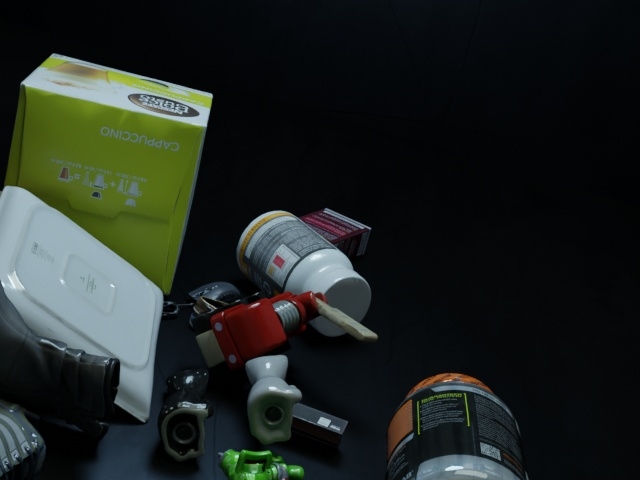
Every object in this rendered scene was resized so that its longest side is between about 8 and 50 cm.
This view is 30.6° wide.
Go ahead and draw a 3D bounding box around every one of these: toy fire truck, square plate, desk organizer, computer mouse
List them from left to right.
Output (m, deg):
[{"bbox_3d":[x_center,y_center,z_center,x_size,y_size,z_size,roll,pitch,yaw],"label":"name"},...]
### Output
[{"bbox_3d":[-0.382,0.083,1.861,0.344,0.049,0.347,40,21,-23],"label":"square plate"},{"bbox_3d":[-0.245,0.107,2.197,0.071,0.041,0.242,32,26,35],"label":"computer mouse"},{"bbox_3d":[-0.054,0.147,1.969,0.217,0.246,0.158,-18,84,-58],"label":"toy fire truck"},{"bbox_3d":[-0.028,0.295,1.855,0.130,0.050,0.047,19,21,8],"label":"desk organizer"}]

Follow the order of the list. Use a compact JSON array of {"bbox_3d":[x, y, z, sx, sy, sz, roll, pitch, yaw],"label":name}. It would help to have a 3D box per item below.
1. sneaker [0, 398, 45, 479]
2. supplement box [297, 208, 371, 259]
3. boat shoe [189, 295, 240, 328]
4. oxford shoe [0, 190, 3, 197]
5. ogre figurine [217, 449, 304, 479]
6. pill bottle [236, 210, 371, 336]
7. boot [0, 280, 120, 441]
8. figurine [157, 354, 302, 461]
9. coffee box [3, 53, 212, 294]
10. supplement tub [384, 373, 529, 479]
[{"bbox_3d":[-0.417,0.285,1.509,0.121,0.111,0.300,13,22,-17],"label":"sneaker"},{"bbox_3d":[0.000,0.000,2.618,0.130,0.073,0.239,25,21,24],"label":"supplement box"},{"bbox_3d":[-0.143,0.145,2.135,0.183,0.066,0.066,11,21,-13],"label":"boat shoe"},{"bbox_3d":[-0.495,0.023,1.961,0.348,0.123,0.130,49,6,33],"label":"oxford shoe"},{"bbox_3d":[-0.075,0.341,1.639,0.118,0.097,0.197,19,28,-27],"label":"ogre figurine"},{"bbox_3d":[-0.033,0.065,2.291,0.162,0.162,0.278,0,25,-37],"label":"pill bottle"},{"bbox_3d":[-0.381,0.147,1.604,0.223,0.338,0.118,15,57,4],"label":"boot"},{"bbox_3d":[-0.139,0.238,1.799,0.215,0.092,0.209,-10,18,-3],"label":"figurine"},{"bbox_3d":[-0.407,-0.133,2.245,0.338,0.338,0.334,13,16,-7],"label":"coffee box"},{"bbox_3d":[0.195,0.338,1.690,0.207,0.207,0.338,16,21,-2],"label":"supplement tub"}]
